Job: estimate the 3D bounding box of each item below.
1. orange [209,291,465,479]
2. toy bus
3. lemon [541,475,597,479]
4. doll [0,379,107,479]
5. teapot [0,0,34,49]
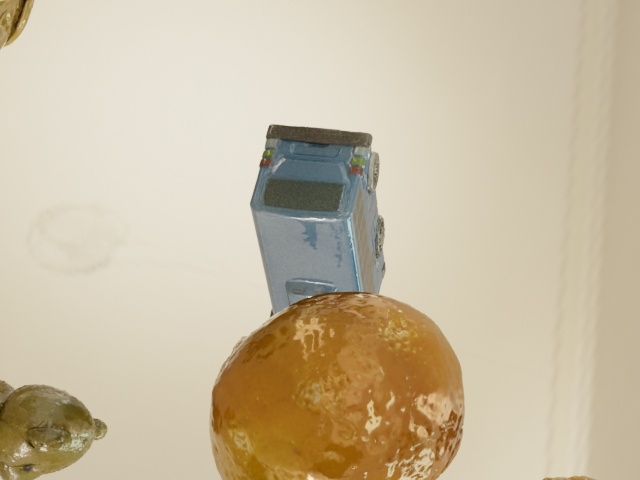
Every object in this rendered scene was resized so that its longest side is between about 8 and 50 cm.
[{"bbox_3d":[0.013,0.139,1.396,0.219,0.193,0.219,-47,-176,4],"label":"orange"},{"bbox_3d":[0.000,0.000,1.763,0.234,0.116,0.134,80,18,-52],"label":"toy bus"},{"bbox_3d":[0.277,0.329,1.901,0.142,0.187,0.142,-162,-90,-73],"label":"lemon"},{"bbox_3d":[-0.310,0.175,1.590,0.137,0.209,0.097,-26,122,-75],"label":"doll"},{"bbox_3d":[-0.321,-0.237,1.557,0.311,0.167,0.203,4,-87,54],"label":"teapot"}]
